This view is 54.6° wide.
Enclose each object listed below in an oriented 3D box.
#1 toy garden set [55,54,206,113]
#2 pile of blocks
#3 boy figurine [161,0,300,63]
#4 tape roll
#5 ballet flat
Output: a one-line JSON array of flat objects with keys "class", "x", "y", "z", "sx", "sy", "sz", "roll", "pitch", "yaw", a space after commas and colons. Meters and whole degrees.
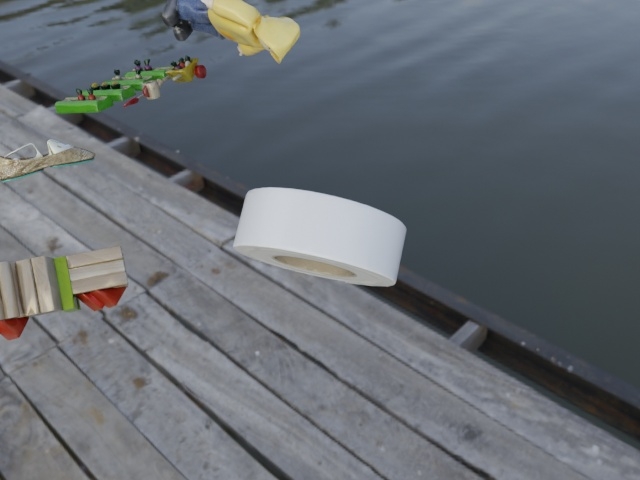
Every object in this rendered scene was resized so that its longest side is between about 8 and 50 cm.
[{"class": "toy garden set", "x": -0.366, "y": -0.316, "z": 1.224, "sx": 0.204, "sy": 0.049, "sz": 0.244, "roll": 4, "pitch": 31, "yaw": 25}, {"class": "pile of blocks", "x": -0.455, "y": 0.093, "z": 0.935, "sx": 0.362, "sy": 0.112, "sz": 0.149, "roll": -8, "pitch": -8, "yaw": -39}, {"class": "boy figurine", "x": -0.169, "y": -0.424, "z": 1.251, "sx": 0.285, "sy": 0.177, "sz": 0.092, "roll": 22, "pitch": 78, "yaw": 19}, {"class": "tape roll", "x": 0.000, "y": 0.000, "z": 1.061, "sx": 0.287, "sy": 0.286, "sz": 0.100, "roll": 9, "pitch": 80, "yaw": 15}, {"class": "ballet flat", "x": -0.597, "y": -0.182, "z": 1.340, "sx": 0.206, "sy": 0.067, "sz": 0.073, "roll": -19, "pitch": 19, "yaw": -24}]
